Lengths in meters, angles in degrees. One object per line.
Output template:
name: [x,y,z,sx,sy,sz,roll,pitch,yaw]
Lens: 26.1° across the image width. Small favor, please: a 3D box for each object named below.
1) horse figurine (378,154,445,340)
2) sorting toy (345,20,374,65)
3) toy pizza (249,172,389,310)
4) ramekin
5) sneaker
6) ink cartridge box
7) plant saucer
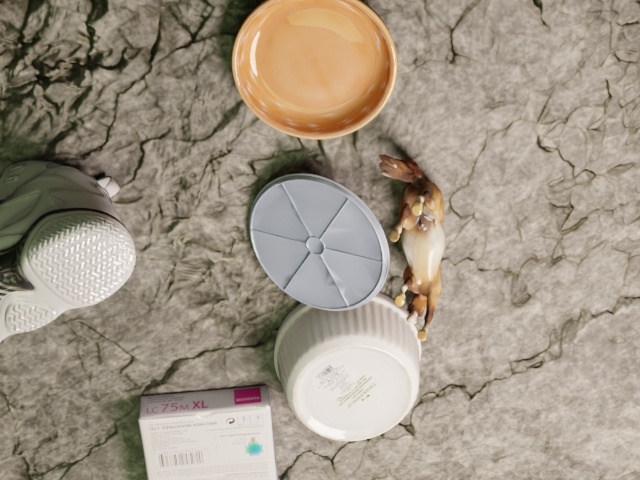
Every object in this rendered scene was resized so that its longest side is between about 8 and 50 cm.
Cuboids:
horse figurine: [0.124,0.004,1.774,0.066,0.174,0.263,-1,109,14]
sorting toy: [0.038,-0.244,1.682,0.062,0.012,0.083,41,114,-20]
toy pizza: [0.000,0.000,1.786,0.201,0.032,0.201,14,124,21]
ramekin: [0.040,0.178,1.888,0.207,0.109,0.207,-2,122,-3]
sneaker: [-0.402,0.024,1.693,0.366,0.210,0.137,-20,121,3]
ink cartridge box: [-0.154,0.355,2.009,0.186,0.065,0.311,-5,120,-2]
plant saucer: [-0.007,-0.218,1.671,0.200,0.037,0.200,1,123,2]
